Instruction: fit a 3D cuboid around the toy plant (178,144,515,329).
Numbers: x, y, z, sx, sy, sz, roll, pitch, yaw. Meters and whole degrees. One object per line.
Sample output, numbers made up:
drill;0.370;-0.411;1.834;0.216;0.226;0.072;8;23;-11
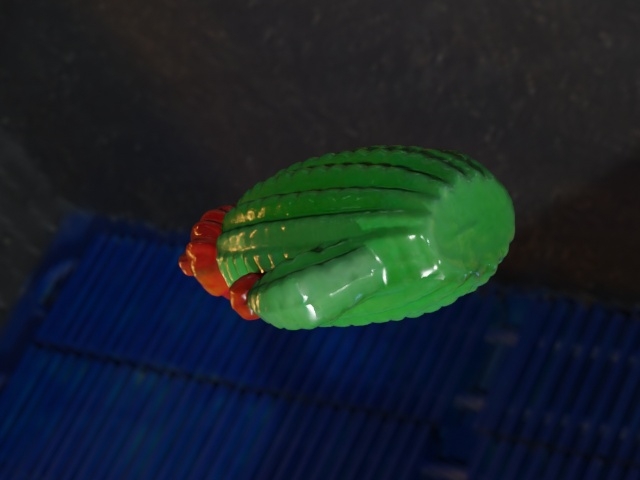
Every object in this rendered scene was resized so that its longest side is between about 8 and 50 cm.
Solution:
toy plant;0.013;-0.006;0.952;0.088;0.155;0.240;65;171;-11
